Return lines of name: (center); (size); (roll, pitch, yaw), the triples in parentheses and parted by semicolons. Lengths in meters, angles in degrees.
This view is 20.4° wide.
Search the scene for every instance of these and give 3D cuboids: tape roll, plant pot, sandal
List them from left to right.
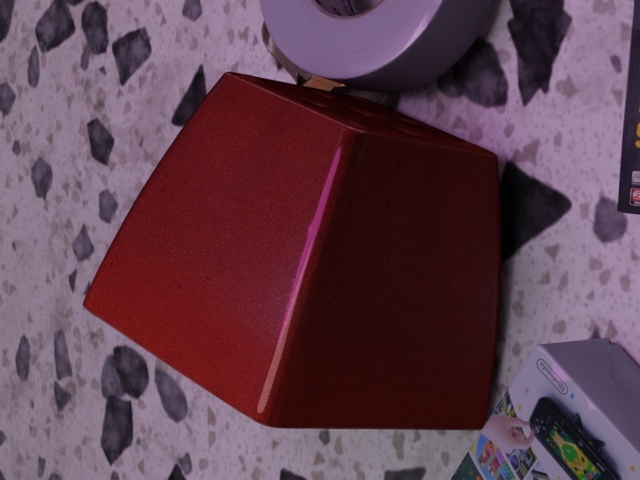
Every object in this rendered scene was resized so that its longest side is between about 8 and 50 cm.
sandal: (-0.002, -0.163, 1.654); (0.180, 0.049, 0.072); (39, 119, 33)
plant pot: (0.000, 0.000, 1.509); (0.267, 0.267, 0.235); (27, 105, 44)
tape roll: (0.050, -0.241, 1.552); (0.219, 0.072, 0.219); (-7, 79, 38)

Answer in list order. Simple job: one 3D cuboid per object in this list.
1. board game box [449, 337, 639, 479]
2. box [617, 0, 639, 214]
board game box: (0.196, 0.263, 1.410); (0.224, 0.097, 0.303); (50, 126, 35)
box: (0.328, -0.099, 1.291); (0.231, 0.056, 0.183); (10, 98, 47)
